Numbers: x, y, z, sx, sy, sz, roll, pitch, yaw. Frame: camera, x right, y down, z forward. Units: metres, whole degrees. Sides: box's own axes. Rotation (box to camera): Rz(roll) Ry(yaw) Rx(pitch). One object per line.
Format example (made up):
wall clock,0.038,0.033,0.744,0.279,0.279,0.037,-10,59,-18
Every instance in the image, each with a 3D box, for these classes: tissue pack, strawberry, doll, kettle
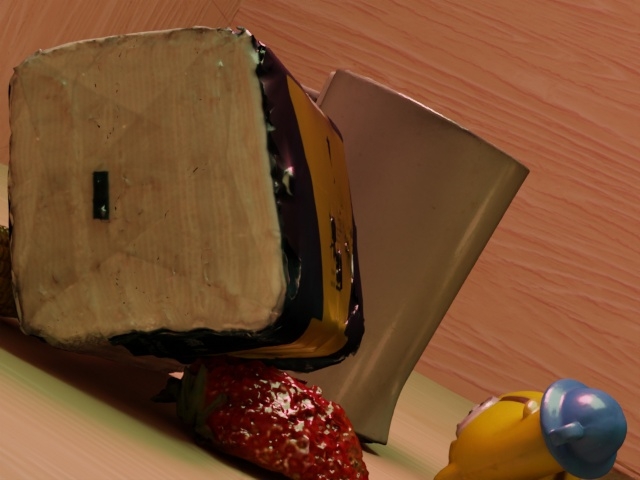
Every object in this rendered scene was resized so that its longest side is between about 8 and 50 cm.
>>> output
tissue pack,-0.111,-0.015,1.679,0.253,0.264,0.416,-5,-9,9
strawberry,-0.043,0.151,1.541,0.192,0.085,0.140,22,-4,31
doll,0.223,0.233,1.986,0.145,0.199,0.363,64,-13,8
kettle,0.000,0.000,2.113,0.361,0.376,0.250,27,1,14

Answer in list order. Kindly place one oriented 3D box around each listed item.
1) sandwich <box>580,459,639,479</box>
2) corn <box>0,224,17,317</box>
sandwich,0.354,0.328,2.251,0.220,0.108,0.186,29,2,43
corn,-0.324,0.011,1.584,0.081,0.081,0.248,27,1,37
